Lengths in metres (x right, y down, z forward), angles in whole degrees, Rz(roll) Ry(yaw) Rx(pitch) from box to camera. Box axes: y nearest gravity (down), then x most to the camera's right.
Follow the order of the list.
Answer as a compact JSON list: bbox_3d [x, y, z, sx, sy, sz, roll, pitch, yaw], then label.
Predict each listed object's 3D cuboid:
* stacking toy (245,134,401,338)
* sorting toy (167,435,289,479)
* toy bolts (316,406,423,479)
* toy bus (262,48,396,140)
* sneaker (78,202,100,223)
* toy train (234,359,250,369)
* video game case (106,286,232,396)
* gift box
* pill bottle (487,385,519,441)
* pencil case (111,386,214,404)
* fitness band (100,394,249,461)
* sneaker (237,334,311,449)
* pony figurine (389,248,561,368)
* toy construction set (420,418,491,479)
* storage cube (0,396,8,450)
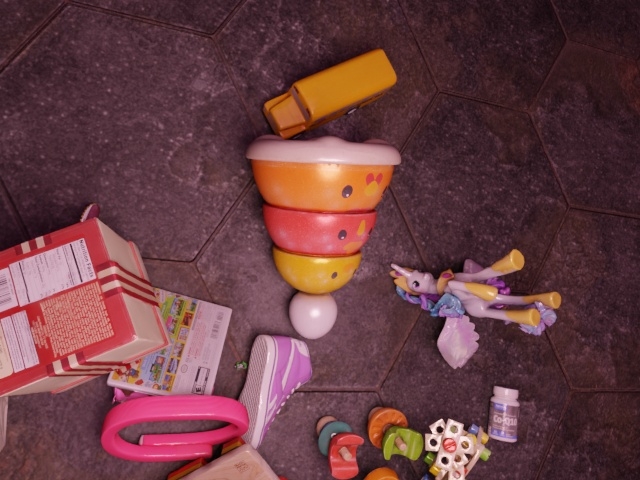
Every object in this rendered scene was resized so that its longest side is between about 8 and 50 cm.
[{"bbox_3d":[0.000,0.000,1.098,0.350,0.350,0.480,-2,103,-19],"label":"stacking toy"},{"bbox_3d":[-0.185,0.558,0.994,0.257,0.089,0.255,-31,106,8],"label":"sorting toy"},{"bbox_3d":[0.093,0.502,1.117,0.228,0.158,0.218,14,93,-20],"label":"toy bolts"},{"bbox_3d":[0.022,-0.369,1.194,0.332,0.130,0.108,-29,94,-20],"label":"toy bus"},{"bbox_3d":[-0.490,0.014,1.012,0.084,0.069,0.185,15,85,-25],"label":"sneaker"},{"bbox_3d":[-0.162,0.294,1.112,0.083,0.023,0.017,-5,86,-19],"label":"toy train"},{"bbox_3d":[-0.317,0.225,1.013,0.206,0.026,0.227,18,54,-14],"label":"video game case"},{"bbox_3d":[-0.449,0.125,0.836,0.276,0.258,0.255,-18,77,-8],"label":"gift box"},{"bbox_3d":[0.509,0.478,1.296,0.078,0.078,0.137,11,80,-18],"label":"pill bottle"},{"bbox_3d":[-0.337,0.317,1.013,0.209,0.095,0.098,12,38,-16],"label":"pencil case"},{"bbox_3d":[-0.294,0.388,0.967,0.290,0.209,0.054,3,42,-17],"label":"fitness band"},{"bbox_3d":[-0.099,0.364,1.088,0.161,0.102,0.282,15,93,-40],"label":"sneaker"},{"bbox_3d":[0.391,0.149,1.187,0.351,0.363,0.303,37,66,-28],"label":"pony figurine"},{"bbox_3d":[0.320,0.529,1.110,0.151,0.328,0.215,33,82,31],"label":"toy construction set"},{"bbox_3d":[-0.686,0.314,0.831,0.193,0.215,0.184,3,82,-25],"label":"storage cube"}]
